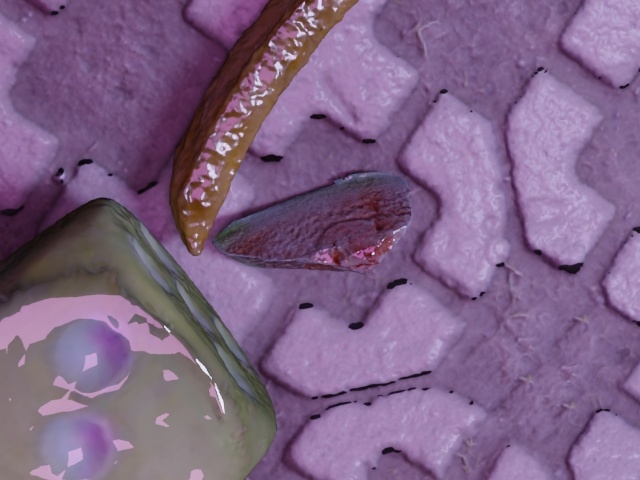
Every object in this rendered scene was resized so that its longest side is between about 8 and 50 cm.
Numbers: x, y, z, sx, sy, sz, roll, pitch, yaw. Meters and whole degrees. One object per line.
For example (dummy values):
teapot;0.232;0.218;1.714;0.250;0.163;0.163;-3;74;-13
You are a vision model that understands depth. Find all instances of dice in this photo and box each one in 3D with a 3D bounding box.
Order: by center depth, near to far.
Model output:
dice;-0.201;0.130;1.096;0.252;0.254;0.250;-38;100;1

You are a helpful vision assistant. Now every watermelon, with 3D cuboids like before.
watermelon;-0.003;-0.002;1.188;0.180;0.094;0.081;-13;105;10

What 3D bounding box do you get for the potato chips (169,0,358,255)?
potato chips;-0.022;-0.172;1.166;0.080;0.057;0.407;36;93;-25
